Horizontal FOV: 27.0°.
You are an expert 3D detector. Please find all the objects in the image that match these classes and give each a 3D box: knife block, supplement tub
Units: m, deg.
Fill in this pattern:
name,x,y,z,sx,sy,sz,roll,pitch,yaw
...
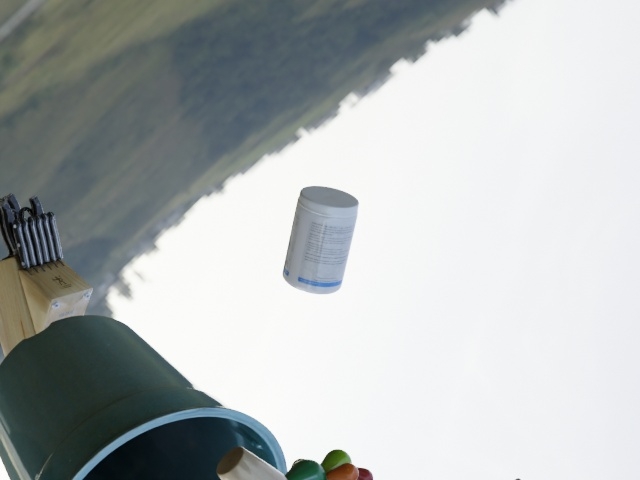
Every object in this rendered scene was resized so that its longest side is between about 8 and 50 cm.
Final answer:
name,x,y,z,sx,sy,sz,roll,pitch,yaw
knife block,-0.492,0.071,2.168,0.088,0.242,0.275,-16,136,-49
supplement tub,0.000,0.000,1.486,0.071,0.071,0.107,-89,-169,-69

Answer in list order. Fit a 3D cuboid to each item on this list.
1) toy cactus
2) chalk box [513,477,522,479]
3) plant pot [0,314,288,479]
name,x,y,z,sx,sy,sz,roll,pitch,yaw
toy cactus,-0.032,0.263,1.260,0.112,0.180,0.219,-18,-148,45
chalk box,0.227,0.390,1.419,0.132,0.213,0.132,-27,144,-24
plant pot,-0.273,0.284,1.769,0.341,0.341,0.334,-45,-138,-6
